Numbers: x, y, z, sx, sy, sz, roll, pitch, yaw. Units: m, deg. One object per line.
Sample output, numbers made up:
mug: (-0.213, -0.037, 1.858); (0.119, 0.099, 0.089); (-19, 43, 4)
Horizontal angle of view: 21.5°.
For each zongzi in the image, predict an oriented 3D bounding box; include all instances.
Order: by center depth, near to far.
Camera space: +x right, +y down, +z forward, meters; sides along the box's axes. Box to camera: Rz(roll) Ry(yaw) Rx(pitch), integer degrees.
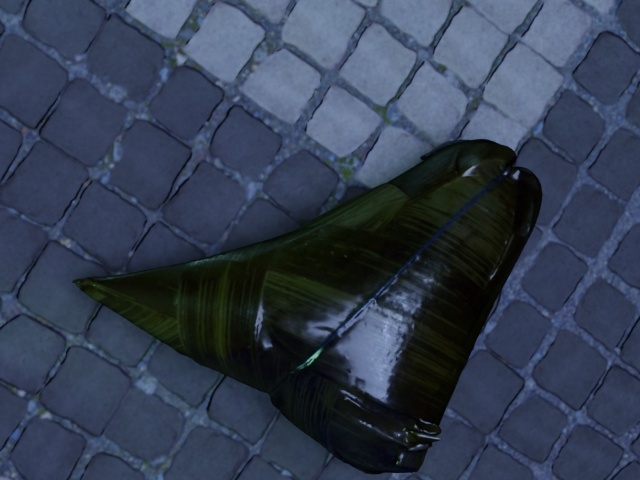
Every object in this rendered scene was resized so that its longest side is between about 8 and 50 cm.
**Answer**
zongzi: (0.000, 0.000, 1.888); (0.432, 0.208, 0.403); (30, 79, -6)
